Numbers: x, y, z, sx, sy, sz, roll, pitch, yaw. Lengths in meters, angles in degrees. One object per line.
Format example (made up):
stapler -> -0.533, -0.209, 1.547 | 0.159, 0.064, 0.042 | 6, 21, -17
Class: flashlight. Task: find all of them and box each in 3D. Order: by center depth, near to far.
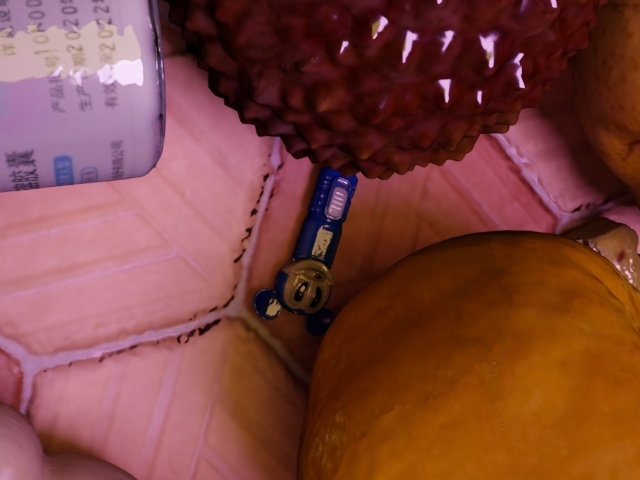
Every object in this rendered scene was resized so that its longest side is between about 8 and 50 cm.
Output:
flashlight -> 0.000, 0.000, 0.528 | 0.057, 0.035, 0.121 | 20, 85, -17

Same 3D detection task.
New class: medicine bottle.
medicine bottle -> -0.174, -0.090, 0.419 | 0.169, 0.135, 0.135 | -7, 93, -18

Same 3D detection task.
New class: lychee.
lychee -> 0.044, -0.175, 0.420 | 0.268, 0.267, 0.267 | 0, 91, -18

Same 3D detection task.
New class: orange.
orange -> 0.113, 0.130, 0.450 | 0.279, 0.279, 0.235 | 39, 114, -15

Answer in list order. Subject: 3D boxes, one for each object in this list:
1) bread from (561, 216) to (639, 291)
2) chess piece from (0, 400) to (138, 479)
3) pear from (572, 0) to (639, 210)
bread -> 0.218, 0.101, 0.595 | 0.088, 0.049, 0.226 | -21, 96, -17
chess piece -> -0.216, 0.130, 0.410 | 0.300, 0.167, 0.167 | 33, 81, -23
pear -> 0.312, -0.123, 0.499 | 0.315, 0.314, 0.314 | 0, 91, -18
